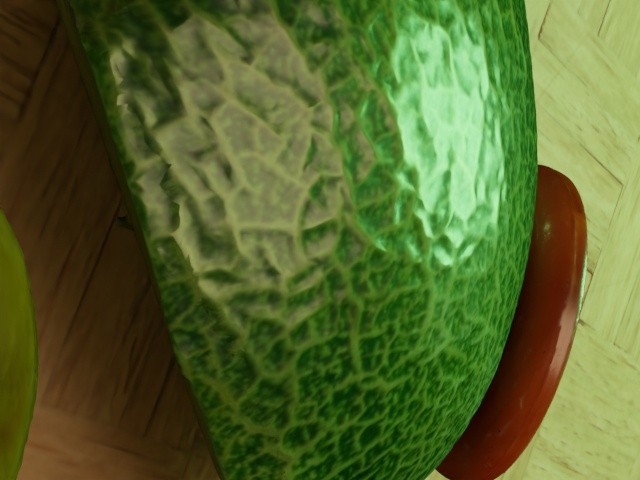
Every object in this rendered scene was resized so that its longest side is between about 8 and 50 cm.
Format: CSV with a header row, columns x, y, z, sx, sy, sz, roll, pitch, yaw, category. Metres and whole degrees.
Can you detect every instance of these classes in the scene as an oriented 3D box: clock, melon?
x,y,z,sx,sy,sz,roll,pitch,yaw,category
0.113,0.052,0.841,0.051,0.205,0.205,17,86,-12,clock
0.000,0.000,0.683,0.331,0.226,0.344,-47,122,-55,melon

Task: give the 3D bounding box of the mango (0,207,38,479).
x,y,z,sx,sy,sz,roll,pitch,yaw,category
-0.281,0.071,0.336,0.445,0.220,0.301,-27,127,-33,mango
